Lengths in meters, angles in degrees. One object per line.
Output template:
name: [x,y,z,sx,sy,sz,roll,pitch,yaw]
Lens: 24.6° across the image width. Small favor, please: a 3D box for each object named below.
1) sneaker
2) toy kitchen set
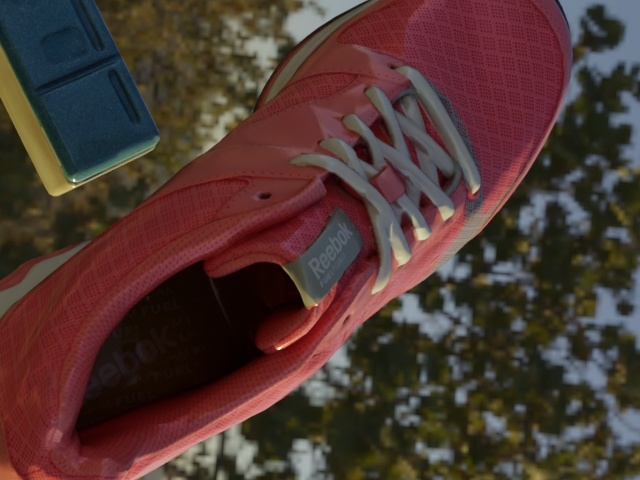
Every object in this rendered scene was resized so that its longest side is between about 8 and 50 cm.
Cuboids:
sneaker: [0.000,0.001,0.563,0.116,0.314,0.136,54,-17,-14]
toy kitchen set: [-0.163,-0.062,0.633,0.166,0.207,0.122,-14,-77,62]
